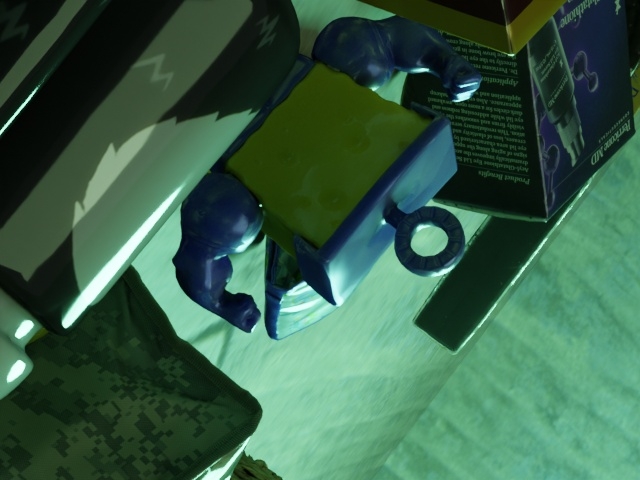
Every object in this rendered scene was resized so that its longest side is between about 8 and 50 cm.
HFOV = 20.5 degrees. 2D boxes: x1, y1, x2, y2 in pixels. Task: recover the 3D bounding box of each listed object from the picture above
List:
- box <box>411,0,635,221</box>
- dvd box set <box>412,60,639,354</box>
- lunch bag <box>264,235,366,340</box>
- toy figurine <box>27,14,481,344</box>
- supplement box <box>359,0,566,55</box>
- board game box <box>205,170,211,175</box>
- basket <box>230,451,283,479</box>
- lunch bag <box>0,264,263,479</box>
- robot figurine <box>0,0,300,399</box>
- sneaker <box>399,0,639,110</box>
[{"bbox_3d":[0.151,-0.142,1.337,0.153,0.108,0.207,-42,132,-41],"label":"box"},{"bbox_3d":[0.262,-0.107,1.786,0.420,0.062,0.307,-51,175,-40],"label":"dvd box set"},{"bbox_3d":[0.000,0.000,1.418,0.151,0.096,0.129,-58,170,-19],"label":"lunch bag"},{"bbox_3d":[-0.030,-0.039,0.923,0.362,0.217,0.191,-49,167,-16],"label":"toy figurine"},{"bbox_3d":[0.079,-0.232,0.823,0.191,0.129,0.194,-46,141,-24],"label":"supplement box"},{"bbox_3d":[-0.037,-0.075,1.197,0.092,0.043,0.181,-56,167,13],"label":"board game box"},{"bbox_3d":[-0.159,0.307,1.427,0.299,0.213,0.223,-55,168,12],"label":"basket"},{"bbox_3d":[-0.197,0.178,1.061,0.287,0.169,0.235,-36,165,-28],"label":"lunch bag"},{"bbox_3d":[-0.117,-0.061,0.643,0.278,0.173,0.209,-50,149,-9],"label":"robot figurine"},{"bbox_3d":[0.221,-0.212,1.562,0.410,0.158,0.182,-44,-176,-13],"label":"sneaker"}]
